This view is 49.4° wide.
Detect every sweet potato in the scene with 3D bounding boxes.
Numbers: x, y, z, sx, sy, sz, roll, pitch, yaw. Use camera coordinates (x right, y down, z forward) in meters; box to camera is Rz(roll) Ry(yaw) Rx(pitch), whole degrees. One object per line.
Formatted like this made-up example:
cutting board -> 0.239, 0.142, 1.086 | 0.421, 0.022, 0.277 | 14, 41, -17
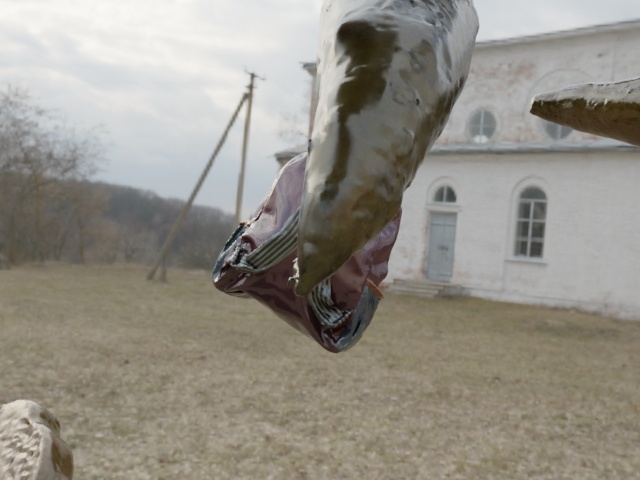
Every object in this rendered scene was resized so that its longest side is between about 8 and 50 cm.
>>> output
sweet potato -> 0.049, -0.127, 0.503 | 0.130, 0.130, 0.423 | 5, 36, 8
sweet potato -> 0.303, -0.112, 0.612 | 0.243, 0.077, 0.077 | -1, -3, 43

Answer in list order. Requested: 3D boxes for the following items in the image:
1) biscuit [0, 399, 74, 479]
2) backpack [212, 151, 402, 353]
biscuit -> -0.422, 0.316, 0.709 | 0.381, 0.074, 0.359 | -23, 28, 19
backpack -> 0.000, 0.000, 1.188 | 0.283, 0.317, 0.197 | 29, -2, 7
